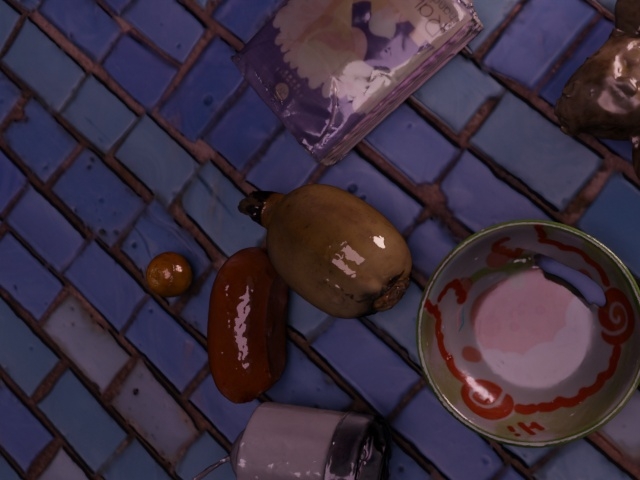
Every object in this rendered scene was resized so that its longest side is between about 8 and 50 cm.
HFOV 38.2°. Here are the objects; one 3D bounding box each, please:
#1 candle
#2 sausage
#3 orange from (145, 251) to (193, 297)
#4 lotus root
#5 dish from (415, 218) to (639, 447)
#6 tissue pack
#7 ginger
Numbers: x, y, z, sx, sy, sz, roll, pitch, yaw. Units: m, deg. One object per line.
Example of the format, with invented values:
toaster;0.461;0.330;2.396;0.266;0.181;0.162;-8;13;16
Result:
candle;-0.052;0.351;1.455;0.330;0.187;0.187;3;89;21
sausage;-0.123;0.139;1.519;0.133;0.133;0.258;3;91;21
orange;-0.261;0.059;1.601;0.083;0.070;0.083;4;98;35
lotus root;0.000;0.000;1.460;0.310;0.183;0.182;35;101;24
dish;0.309;0.135;1.361;0.324;0.124;0.324;-2;84;15
tissue pack;0.057;-0.317;1.464;0.344;0.125;0.242;-42;74;12
ginger;0.478;-0.256;1.288;0.256;0.176;0.375;14;92;3
